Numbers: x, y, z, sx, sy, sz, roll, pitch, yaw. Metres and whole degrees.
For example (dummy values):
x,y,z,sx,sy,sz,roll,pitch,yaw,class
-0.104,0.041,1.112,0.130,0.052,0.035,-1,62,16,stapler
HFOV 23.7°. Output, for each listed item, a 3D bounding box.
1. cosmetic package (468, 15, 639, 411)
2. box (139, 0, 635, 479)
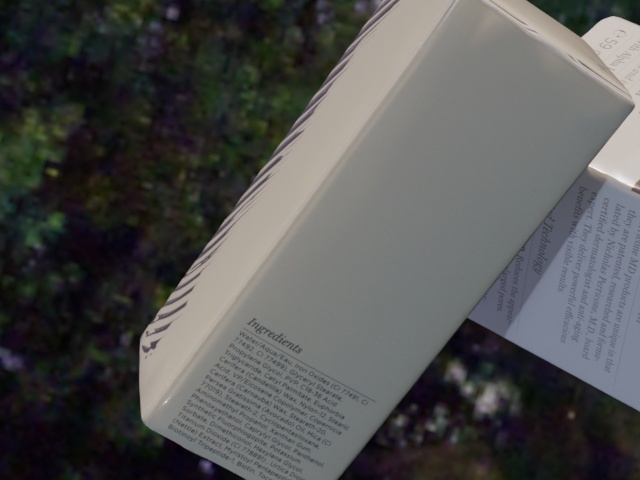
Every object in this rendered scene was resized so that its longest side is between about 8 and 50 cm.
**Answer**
x,y,z,sx,sy,sz,roll,pitch,yaw,class
0.199,-0.009,0.892,0.151,0.183,0.151,-39,-35,-38,cosmetic package
0.024,-0.005,0.776,0.275,0.113,0.094,-52,21,17,box
